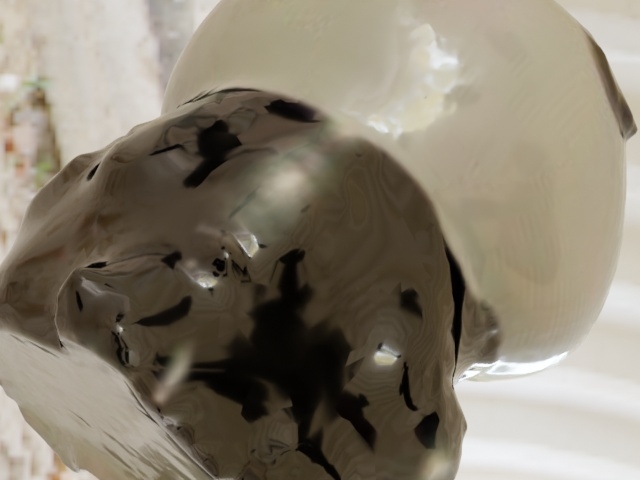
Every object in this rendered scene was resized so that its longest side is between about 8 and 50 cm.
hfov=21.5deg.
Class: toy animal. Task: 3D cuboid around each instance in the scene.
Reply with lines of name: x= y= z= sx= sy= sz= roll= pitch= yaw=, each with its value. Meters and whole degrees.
toy animal: x=0.001 y=0.005 z=0.688 sx=0.267 sy=0.212 sz=0.212 roll=-45 pitch=153 yaw=-28
